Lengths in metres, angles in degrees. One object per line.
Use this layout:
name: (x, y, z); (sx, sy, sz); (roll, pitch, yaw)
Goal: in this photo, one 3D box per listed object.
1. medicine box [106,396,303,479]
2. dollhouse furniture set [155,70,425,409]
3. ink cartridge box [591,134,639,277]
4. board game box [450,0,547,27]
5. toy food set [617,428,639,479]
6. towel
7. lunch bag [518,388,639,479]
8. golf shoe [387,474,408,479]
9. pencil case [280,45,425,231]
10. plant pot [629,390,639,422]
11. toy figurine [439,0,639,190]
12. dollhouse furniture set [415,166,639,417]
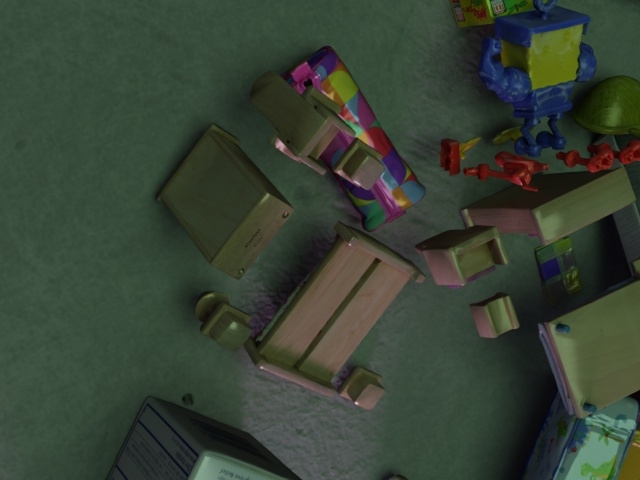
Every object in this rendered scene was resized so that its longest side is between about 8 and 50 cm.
medicine box: (-0.164, 0.356, 1.351); (0.149, 0.263, 0.289); (26, 86, -21)
dollhouse furniture set: (0.000, 0.000, 1.460); (0.356, 0.174, 0.303); (30, 103, -41)
ink cartridge box: (0.554, -0.021, 1.641); (0.304, 0.072, 0.307); (-9, 74, -21)
board game box: (0.268, -0.326, 1.536); (0.181, 0.092, 0.043); (-24, 105, -17)
toy food set: (0.444, 0.356, 1.701); (0.128, 0.071, 0.217); (-19, 101, 9)
towel: (0.330, 0.042, 1.646); (0.060, 0.009, 0.083); (-20, 103, -17)
lunch bag: (0.335, 0.291, 1.590); (0.090, 0.176, 0.219); (23, 90, 0)
golf shoe: (0.098, 0.401, 1.564); (0.086, 0.067, 0.186); (-9, 99, -19)
pencil case: (0.033, -0.124, 1.464); (0.104, 0.104, 0.236); (-41, 109, -13)
plant pot: (0.531, 0.215, 1.657); (0.180, 0.201, 0.201); (23, 87, -7)
toy figurine: (0.315, -0.214, 1.478); (0.363, 0.191, 0.217); (-17, 113, -30)
dollhouse furniture set: (0.289, 0.091, 1.518); (0.286, 0.198, 0.303); (-24, 98, -17)
